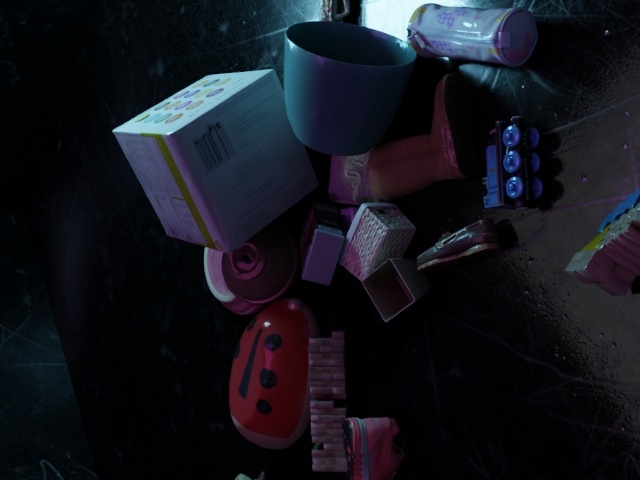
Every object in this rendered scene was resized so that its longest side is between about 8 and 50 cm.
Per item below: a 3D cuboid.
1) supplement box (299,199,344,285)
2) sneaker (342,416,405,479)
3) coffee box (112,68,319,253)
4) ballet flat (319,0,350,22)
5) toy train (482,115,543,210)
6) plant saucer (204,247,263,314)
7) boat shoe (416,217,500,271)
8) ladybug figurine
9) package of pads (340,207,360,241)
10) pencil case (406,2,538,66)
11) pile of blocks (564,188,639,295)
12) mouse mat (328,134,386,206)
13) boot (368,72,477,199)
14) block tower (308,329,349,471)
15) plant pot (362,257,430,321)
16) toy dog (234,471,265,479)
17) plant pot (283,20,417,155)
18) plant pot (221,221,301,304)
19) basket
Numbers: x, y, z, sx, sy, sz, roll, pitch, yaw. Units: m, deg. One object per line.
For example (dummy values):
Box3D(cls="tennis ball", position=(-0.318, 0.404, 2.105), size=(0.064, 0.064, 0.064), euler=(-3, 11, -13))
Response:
Box3D(cls="supplement box", position=(0.000, 0.000, 1.784), size=(0.239, 0.073, 0.130), euler=(-98, 23, -70))
Box3D(cls="sneaker", position=(0.132, 0.534, 1.676), size=(0.116, 0.136, 0.314), euler=(-113, 16, -58))
Box3D(cls="coffee box", position=(-0.272, -0.217, 1.911), size=(0.334, 0.337, 0.338), euler=(12, 133, 50))
Box3D(cls="ballet flat", position=(0.037, -0.556, 1.832), size=(0.077, 0.091, 0.241), euler=(0, 93, 29))
Box3D(cls="toy train", position=(0.369, -0.146, 1.415), size=(0.105, 0.080, 0.184), euler=(-9, 83, 57))
Box3D(cls="plant saucer", position=(-0.254, 0.059, 2.179), size=(0.332, 0.084, 0.332), euler=(-1, 89, 50))
Box3D(cls="boat shoe", position=(0.285, 0.012, 1.525), size=(0.207, 0.073, 0.073), euler=(-23, 70, 41))
Box3D(cls="ladybug figurine", position=(-0.135, 0.361, 1.965), size=(0.305, 0.161, 0.450), euler=(30, 112, 48))
Box3D(cls="package of pads", position=(0.076, -0.039, 1.811), size=(0.050, 0.032, 0.083), euler=(-9, 83, 49))
Box3D(cls="pencil case", position=(0.300, -0.419, 1.466), size=(0.273, 0.124, 0.114), euler=(24, 108, 48))
Box3D(cls="pile of blocks", position=(0.560, -0.031, 1.177), size=(0.112, 0.149, 0.362), euler=(34, 137, -2))
Box3D(cls="mouse mat", position=(0.088, -0.178, 1.774), size=(0.152, 0.007, 0.190), euler=(10, 101, 33))
Box3D(cls="boot", position=(0.210, -0.223, 1.605), size=(0.269, 0.089, 0.236), euler=(-8, 83, 52))
Box3D(cls="block tower", position=(0.022, 0.392, 1.798), size=(0.097, 0.091, 0.336), euler=(-1, 87, 7))
Box3D(cls="plant pot", position=(0.180, 0.101, 1.620), size=(0.109, 0.096, 0.109), euler=(-44, 70, 43))
Box3D(cls="toy dog", position=(-0.230, 0.786, 2.073), size=(0.333, 0.161, 0.220), euler=(-37, 99, 12))
Box3D(cls="plant pot", position=(0.050, -0.333, 1.634), size=(0.293, 0.292, 0.235), euler=(44, 136, 42))
Box3D(cls="plant pot", position=(-0.181, 0.054, 1.987), size=(0.237, 0.109, 0.238), euler=(-4, 79, 22))
Box3D(cls="basket", position=(0.132, 0.008, 1.681), size=(0.103, 0.113, 0.167), euler=(45, 124, 37))
